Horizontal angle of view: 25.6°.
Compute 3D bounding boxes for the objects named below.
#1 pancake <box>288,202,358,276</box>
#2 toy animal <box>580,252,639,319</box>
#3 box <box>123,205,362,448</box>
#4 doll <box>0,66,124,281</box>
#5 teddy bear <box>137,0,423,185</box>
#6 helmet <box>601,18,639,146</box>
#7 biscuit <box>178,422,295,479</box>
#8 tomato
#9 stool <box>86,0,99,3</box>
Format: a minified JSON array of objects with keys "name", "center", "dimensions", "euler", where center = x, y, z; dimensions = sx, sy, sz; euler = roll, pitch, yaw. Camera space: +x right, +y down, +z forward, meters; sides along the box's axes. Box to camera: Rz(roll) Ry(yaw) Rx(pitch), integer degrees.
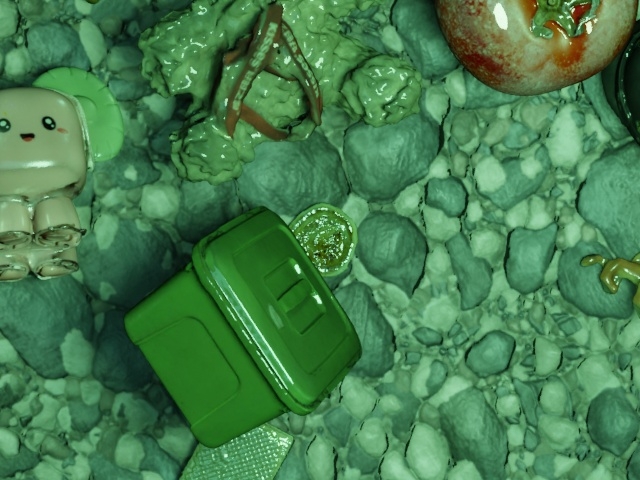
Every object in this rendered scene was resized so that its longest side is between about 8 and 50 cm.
[{"name":"pancake","center":[0.001,-0.001,1.969],"dimensions":[0.108,0.017,0.108],"euler":[0,94,-2]},{"name":"toy animal","center":[0.519,0.107,1.944],"dimensions":[0.157,0.097,0.312],"euler":[-35,88,-12]},{"name":"box","center":[-0.101,0.112,1.821],"dimensions":[0.178,0.328,0.253],"euler":[-32,91,17]},{"name":"doll","center":[-0.405,-0.106,1.903],"dimensions":[0.284,0.216,0.268],"euler":[-3,66,-16]},{"name":"teddy bear","center":[-0.070,-0.294,1.822],"dimensions":[0.357,0.224,0.367],"euler":[-17,123,-6]},{"name":"helmet","center":[0.517,-0.215,1.871],"dimensions":[0.279,0.160,0.230],"euler":[39,81,10]},{"name":"biscuit","center":[-0.133,0.336,1.963],"dimensions":[0.121,0.040,0.199],"euler":[28,92,1]},{"name":"tomato","center":[0.279,-0.330,1.860],"dimensions":[0.270,0.227,0.270],"euler":[-3,109,-9]},{"name":"stool","center":[-0.303,-0.393,1.915],"dimensions":[0.134,0.110,0.135],"euler":[15,92,1]}]
